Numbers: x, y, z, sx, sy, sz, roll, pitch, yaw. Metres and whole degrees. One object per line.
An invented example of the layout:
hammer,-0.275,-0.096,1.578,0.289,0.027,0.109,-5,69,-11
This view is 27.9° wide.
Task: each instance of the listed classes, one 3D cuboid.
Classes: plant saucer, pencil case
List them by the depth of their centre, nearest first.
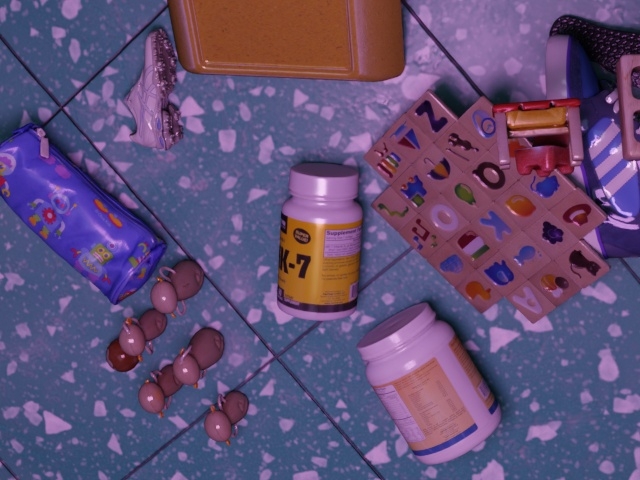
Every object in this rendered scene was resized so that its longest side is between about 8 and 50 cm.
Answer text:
plant saucer,-0.063,-0.335,1.714,0.332,0.081,0.333,4,134,11
pencil case,-0.368,-0.047,1.922,0.306,0.119,0.133,44,126,-2

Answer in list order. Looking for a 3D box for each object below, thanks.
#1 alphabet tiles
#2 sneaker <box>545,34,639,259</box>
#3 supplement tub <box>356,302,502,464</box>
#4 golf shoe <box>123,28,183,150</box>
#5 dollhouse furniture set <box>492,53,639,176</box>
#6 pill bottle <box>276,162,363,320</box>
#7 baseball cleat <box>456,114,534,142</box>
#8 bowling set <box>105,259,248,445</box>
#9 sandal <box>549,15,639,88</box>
alphabet tiles,0.224,-0.041,1.774,0.342,0.011,0.285,44,137,0
sneaker,0.436,-0.134,1.702,0.236,0.130,0.323,-10,104,18
supplement tub,0.155,0.205,1.853,0.144,0.144,0.200,-30,96,19
golf shoe,-0.254,-0.219,1.882,0.086,0.069,0.176,3,104,19
dollhouse furniture set,0.395,-0.166,1.551,0.374,0.201,0.152,-3,86,8
pill bottle,0.000,0.000,1.850,0.119,0.119,0.209,6,105,12
baseball cleat,0.220,-0.136,1.767,0.205,0.109,0.072,5,92,7
bowling set,-0.243,0.189,1.938,0.199,0.154,0.287,-19,99,17
sandal,0.396,-0.256,1.737,0.179,0.040,0.067,27,104,20
